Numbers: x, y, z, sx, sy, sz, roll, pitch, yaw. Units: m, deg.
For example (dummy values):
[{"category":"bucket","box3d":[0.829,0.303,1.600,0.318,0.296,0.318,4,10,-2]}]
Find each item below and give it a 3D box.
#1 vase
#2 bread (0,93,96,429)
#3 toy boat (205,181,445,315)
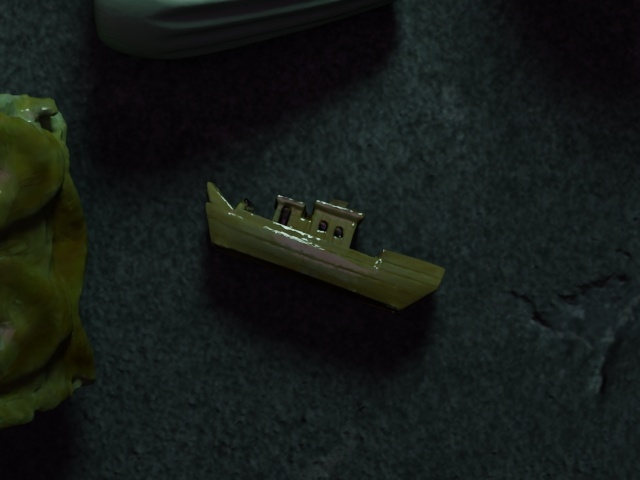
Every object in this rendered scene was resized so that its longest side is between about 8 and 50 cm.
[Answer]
[{"category":"vase","box3d":[-0.054,-0.211,0.883,0.248,0.128,0.128,-7,95,-8]},{"category":"bread","box3d":[-0.290,0.022,0.863,0.196,0.238,0.252,-1,102,38]},{"category":"toy boat","box3d":[0.000,0.000,0.926,0.206,0.064,0.072,21,80,-1]}]
